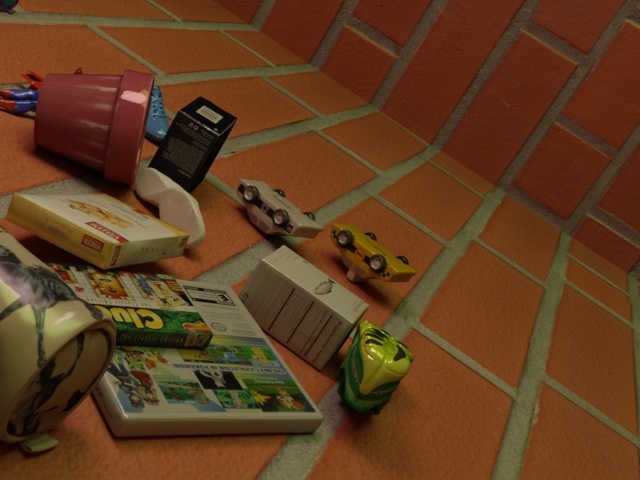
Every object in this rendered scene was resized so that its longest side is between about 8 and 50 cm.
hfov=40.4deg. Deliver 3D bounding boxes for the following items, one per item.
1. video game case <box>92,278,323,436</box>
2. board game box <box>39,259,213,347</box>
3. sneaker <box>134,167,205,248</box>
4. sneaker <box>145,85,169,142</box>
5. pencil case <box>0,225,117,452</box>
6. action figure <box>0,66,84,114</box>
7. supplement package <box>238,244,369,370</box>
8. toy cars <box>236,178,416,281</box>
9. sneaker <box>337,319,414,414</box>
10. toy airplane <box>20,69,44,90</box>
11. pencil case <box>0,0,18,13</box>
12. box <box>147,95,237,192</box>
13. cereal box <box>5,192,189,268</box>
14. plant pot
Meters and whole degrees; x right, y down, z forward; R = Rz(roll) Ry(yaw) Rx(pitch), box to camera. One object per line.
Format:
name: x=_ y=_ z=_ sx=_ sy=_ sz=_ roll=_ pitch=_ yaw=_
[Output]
video game case: x=-0.190 y=0.149 z=1.194 sx=0.329 sy=0.036 sz=0.300 roll=12 pitch=28 yaw=-44
board game box: x=-0.274 y=0.083 z=1.133 sx=0.260 sy=0.030 sz=0.136 roll=10 pitch=31 yaw=-46
sneaker: x=-0.243 y=-0.054 z=1.542 sx=0.094 sy=0.080 sz=0.212 roll=27 pitch=16 yaw=-49
sneaker: x=-0.368 y=-0.286 z=1.879 sx=0.069 sy=0.082 sz=0.209 roll=14 pitch=28 yaw=-43
pencil case: x=-0.410 y=0.044 z=0.926 sx=0.410 sy=0.183 sz=0.160 roll=37 pitch=26 yaw=8
action figure: x=-0.481 y=-0.281 z=1.636 sx=0.280 sy=0.139 sz=0.091 roll=17 pitch=26 yaw=-40
supplement package: x=-0.030 y=0.107 z=1.415 sx=0.179 sy=0.105 sz=0.105 roll=35 pitch=20 yaw=7
toy cars: x=0.000 y=0.000 z=1.746 sx=0.394 sy=0.087 sz=0.176 roll=26 pitch=16 yaw=-7
sneaker: x=0.073 y=0.199 z=1.352 sx=0.109 sy=0.123 sz=0.295 roll=36 pitch=2 yaw=8
toy airplane: x=-0.547 y=-0.309 z=1.750 sx=0.151 sy=0.028 sz=0.151 roll=29 pitch=21 yaw=-12
pencil case: x=-0.773 y=-0.599 z=2.045 sx=0.152 sy=0.064 sz=0.070 roll=38 pitch=37 yaw=16
box: x=-0.250 y=-0.179 z=1.684 sx=0.093 sy=0.158 sz=0.156 roll=31 pitch=20 yaw=-3
cereal box: x=-0.321 y=-0.020 z=1.288 sx=0.173 sy=0.047 sz=0.240 roll=25 pitch=9 yaw=13
plant pot: x=-0.399 y=-0.211 z=1.532 sx=0.180 sy=0.201 sz=0.201 roll=10 pitch=25 yaw=-11
